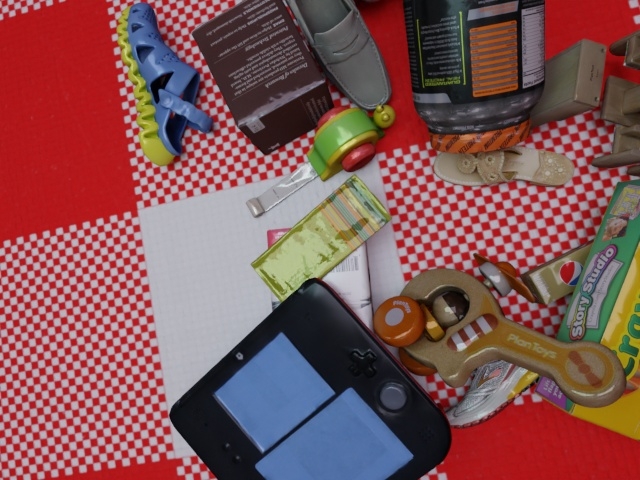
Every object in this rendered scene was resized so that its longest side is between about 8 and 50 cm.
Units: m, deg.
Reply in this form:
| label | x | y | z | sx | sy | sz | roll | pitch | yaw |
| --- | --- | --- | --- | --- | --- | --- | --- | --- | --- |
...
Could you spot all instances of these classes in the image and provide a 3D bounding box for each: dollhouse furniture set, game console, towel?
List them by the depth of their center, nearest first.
| label | x | y | z | sx | sy | sz | roll | pitch | yaw |
| --- | --- | --- | --- | --- | --- | --- | --- | --- | --- |
| game console | -0.026 | 0.300 | 0.760 | 0.386 | 0.060 | 0.342 | -44 | 89 | 15 |
| towel | 0.000 | 0.000 | 0.783 | 0.237 | 0.021 | 0.102 | -41 | 78 | 2 |
| dollhouse furniture set | 0.483 | -0.233 | 0.796 | 0.242 | 0.161 | 0.212 | 11 | 86 | -13 |

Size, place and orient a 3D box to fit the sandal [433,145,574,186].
| label | x | y | z | sx | sy | sz | roll | pitch | yaw |
| --- | --- | --- | --- | --- | --- | --- | --- | --- | --- |
| sandal | 0.325 | -0.141 | 0.816 | 0.240 | 0.079 | 0.088 | 7 | 86 | 9 |

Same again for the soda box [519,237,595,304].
| label | x | y | z | sx | sy | sz | roll | pitch | yaw |
| --- | --- | --- | --- | --- | --- | --- | --- | --- | --- |
| soda box | 0.441 | 0.043 | 0.791 | 0.181 | 0.061 | 0.058 | -27 | 82 | 5 |

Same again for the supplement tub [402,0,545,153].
| label | x | y | z | sx | sy | sz | roll | pitch | yaw |
| --- | --- | --- | --- | --- | --- | --- | --- | --- | --- |
| supplement tub | 0.240 | -0.323 | 0.732 | 0.207 | 0.207 | 0.337 | -7 | 114 | 8 |

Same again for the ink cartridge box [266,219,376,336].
| label | x | y | z | sx | sy | sz | roll | pitch | yaw |
| --- | --- | --- | --- | --- | --- | --- | --- | --- | --- |
| ink cartridge box | 0.005 | 0.094 | 0.833 | 0.172 | 0.100 | 0.237 | -6 | 83 | 8 |

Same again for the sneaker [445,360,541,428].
| label | x | y | z | sx | sy | sz | roll | pitch | yaw |
| --- | --- | --- | --- | --- | --- | --- | --- | --- | --- |
| sneaker | 0.293 | 0.239 | 0.795 | 0.225 | 0.088 | 0.092 | -41 | 60 | 3 |

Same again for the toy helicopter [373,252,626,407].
| label | x | y | z | sx | sy | sz | roll | pitch | yaw |
| --- | --- | --- | --- | --- | --- | --- | --- | --- | --- |
| toy helicopter | 0.272 | 0.130 | 0.711 | 0.355 | 0.140 | 0.235 | 19 | 66 | 47 |

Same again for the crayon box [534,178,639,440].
| label | x | y | z | sx | sy | sz | roll | pitch | yaw |
| --- | --- | --- | --- | --- | --- | --- | --- | --- | --- |
| crayon box | 0.546 | 0.129 | 0.701 | 0.313 | 0.106 | 0.362 | 22 | 89 | -8 |

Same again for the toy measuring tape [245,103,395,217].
| label | x | y | z | sx | sy | sz | roll | pitch | yaw |
| --- | --- | --- | --- | --- | --- | --- | --- | --- | --- |
| toy measuring tape | -0.006 | -0.151 | 0.852 | 0.330 | 0.121 | 0.121 | -33 | 81 | 5 |

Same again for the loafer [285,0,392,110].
| label | x | y | z | sx | sy | sz | roll | pitch | yaw |
| --- | --- | --- | --- | --- | --- | --- | --- | --- | --- |
| loafer | 0.024 | -0.361 | 0.810 | 0.112 | 0.111 | 0.319 | -34 | 113 | 16 |

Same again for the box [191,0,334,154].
| label | x | y | z | sx | sy | sz | roll | pitch | yaw |
| --- | --- | --- | --- | --- | --- | --- | --- | --- | --- |
| box | -0.096 | -0.300 | 0.850 | 0.167 | 0.168 | 0.203 | -28 | 82 | 5 |

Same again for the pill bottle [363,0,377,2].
| label | x | y | z | sx | sy | sz | roll | pitch | yaw |
| --- | --- | --- | --- | --- | --- | --- | --- | --- | --- |
| pill bottle | 0.037 | -0.554 | 0.848 | 0.323 | 0.181 | 0.181 | 23 | 89 | 9 |

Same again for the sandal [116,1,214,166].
| label | x | y | z | sx | sy | sz | roll | pitch | yaw |
| --- | --- | --- | --- | --- | --- | --- | --- | --- | --- |
| sandal | -0.299 | -0.312 | 0.915 | 0.138 | 0.126 | 0.317 | -15 | 91 | 4 |
